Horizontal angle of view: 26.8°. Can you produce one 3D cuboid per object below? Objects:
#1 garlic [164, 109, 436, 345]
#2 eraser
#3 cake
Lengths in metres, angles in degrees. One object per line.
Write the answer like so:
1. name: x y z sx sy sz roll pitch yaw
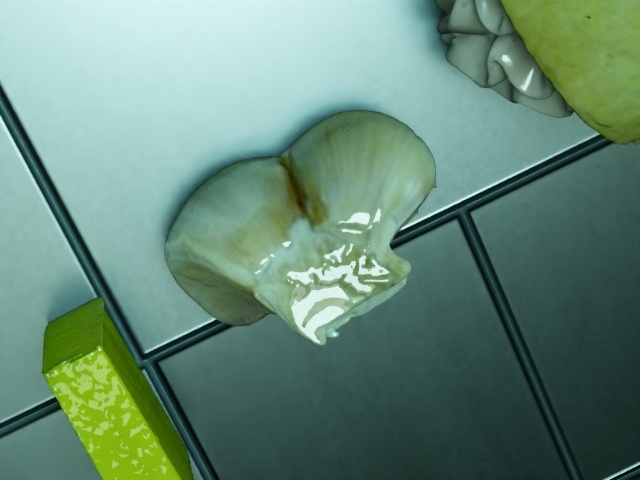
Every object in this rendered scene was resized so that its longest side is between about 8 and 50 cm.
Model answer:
1. garlic: -0.006 -0.007 0.828 0.174 0.099 0.124 -36 89 -3
2. eraser: -0.125 0.107 0.832 0.045 0.097 0.122 -26 107 -1
3. cake: 0.153 -0.139 0.776 0.208 0.185 0.178 38 132 -19
